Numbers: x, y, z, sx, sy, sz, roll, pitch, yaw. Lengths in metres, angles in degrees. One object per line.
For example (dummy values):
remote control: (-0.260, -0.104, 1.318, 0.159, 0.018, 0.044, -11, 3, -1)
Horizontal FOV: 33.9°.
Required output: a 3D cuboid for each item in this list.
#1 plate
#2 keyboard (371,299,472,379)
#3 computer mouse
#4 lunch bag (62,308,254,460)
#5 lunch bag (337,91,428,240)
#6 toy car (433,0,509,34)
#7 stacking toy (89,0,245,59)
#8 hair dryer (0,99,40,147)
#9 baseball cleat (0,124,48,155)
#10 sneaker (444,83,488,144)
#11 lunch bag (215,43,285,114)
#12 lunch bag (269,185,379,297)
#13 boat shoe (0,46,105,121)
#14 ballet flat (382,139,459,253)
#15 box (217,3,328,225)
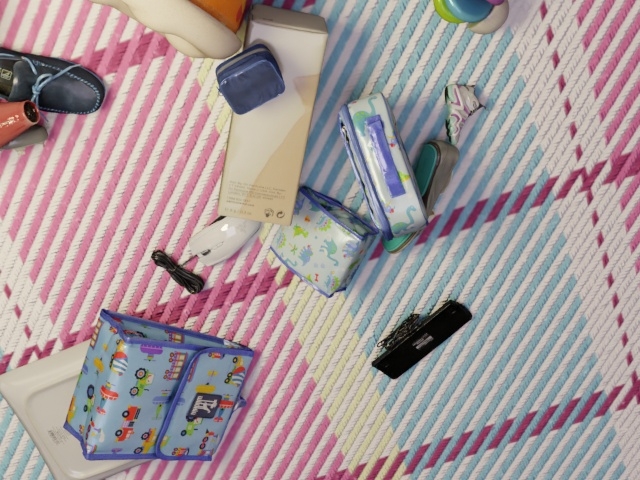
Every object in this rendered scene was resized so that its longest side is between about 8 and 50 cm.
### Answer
plate: (-0.405, 0.317, 1.889, 0.278, 0.045, 0.277, -22, 112, 6)
keyboard: (0.171, 0.164, 1.866, 0.192, 0.038, 0.100, -41, 132, 12)
computer mouse: (-0.184, 0.008, 1.771, 0.193, 0.042, 0.106, -38, 108, 12)
lunch bag: (-0.261, 0.264, 1.817, 0.293, 0.138, 0.221, 14, 100, -34)
lunch bag: (0.098, -0.114, 1.633, 0.090, 0.176, 0.219, -19, 85, 4)
toy car: (0.247, -0.399, 1.570, 0.159, 0.136, 0.182, 40, 106, -17)
stacking toy: (-0.169, -0.524, 1.444, 0.350, 0.350, 0.480, 29, 93, -14)
hair dryer: (-0.556, -0.214, 1.554, 0.293, 0.080, 0.224, 20, 127, 4)
baseball cleat: (-0.538, -0.192, 1.656, 0.205, 0.072, 0.110, -2, 113, -3)
sneaker: (0.238, -0.205, 1.698, 0.069, 0.038, 0.098, -3, 98, -7)
lunch bag: (-0.105, -0.232, 1.509, 0.098, 0.065, 0.067, -25, 126, 8)
lunch bag: (0.000, 0.000, 1.750, 0.151, 0.096, 0.129, 34, 110, 16)
boat shoe: (-0.468, -0.239, 1.629, 0.258, 0.089, 0.109, 9, 112, -6)
ballet flat: (0.173, -0.067, 1.746, 0.068, 0.072, 0.213, 4, 119, -37)
box: (-0.078, -0.196, 1.637, 0.121, 0.148, 0.311, 9, 113, -6)
